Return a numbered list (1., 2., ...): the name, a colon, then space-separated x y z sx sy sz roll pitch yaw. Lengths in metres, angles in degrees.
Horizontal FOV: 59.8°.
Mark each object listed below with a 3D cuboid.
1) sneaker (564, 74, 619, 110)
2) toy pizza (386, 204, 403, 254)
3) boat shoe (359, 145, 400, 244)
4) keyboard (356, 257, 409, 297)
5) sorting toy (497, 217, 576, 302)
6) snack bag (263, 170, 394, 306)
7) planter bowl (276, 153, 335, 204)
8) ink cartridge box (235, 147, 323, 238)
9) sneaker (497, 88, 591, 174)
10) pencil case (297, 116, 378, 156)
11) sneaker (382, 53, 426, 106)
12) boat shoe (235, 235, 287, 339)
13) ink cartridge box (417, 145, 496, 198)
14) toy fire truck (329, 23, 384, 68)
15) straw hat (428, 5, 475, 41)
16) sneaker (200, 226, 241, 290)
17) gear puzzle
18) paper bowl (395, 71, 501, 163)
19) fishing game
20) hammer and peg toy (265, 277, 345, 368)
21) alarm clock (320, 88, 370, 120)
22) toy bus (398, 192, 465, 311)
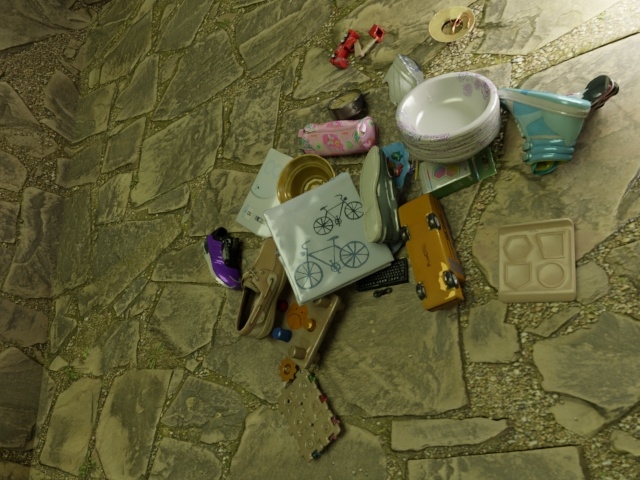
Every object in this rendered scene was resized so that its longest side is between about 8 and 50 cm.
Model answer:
1. sneaker: 0.692 -0.355 1.447 0.178 0.077 0.072 -27 63 53
2. toy pizza: 0.188 -0.029 1.758 0.201 0.032 0.202 -15 65 34
3. boat shoe: 0.187 -0.137 1.694 0.116 0.098 0.320 136 139 -58
4. keyboard: 0.188 0.119 1.713 0.180 0.023 0.108 -16 66 35
5. sorting toy: 0.555 0.056 1.435 0.192 0.038 0.209 -7 75 37
6. snack bag: 0.011 -0.011 1.726 0.322 0.037 0.343 -26 71 -1
7. planter bowl: -0.034 -0.176 1.892 0.217 0.090 0.218 -4 80 22
8. ink cartridge box: -0.110 -0.129 1.995 0.384 0.091 0.308 30 94 42
9. sneaker: 0.561 -0.295 1.496 0.319 0.126 0.209 -129 42 -63
10. pencil case: 0.059 -0.355 1.919 0.283 0.124 0.124 5 78 39
11. sneaker: 0.296 -0.468 1.797 0.129 0.110 0.297 -50 46 36
12. boat shoe: -0.191 0.141 1.785 0.121 0.110 0.342 -3 72 41
13. ink cartridge box: 0.396 -0.209 1.634 0.209 0.062 0.109 -23 60 30
14. toy fire truck: 0.131 -0.705 2.031 0.135 0.047 0.192 42 102 38
15. straw hat: 0.422 -0.672 1.776 0.144 0.061 0.145 -7 69 19
16. sneaker: -0.357 0.056 2.119 0.146 0.102 0.293 -47 51 15
17. gear puzzle: -0.054 0.514 1.761 0.175 0.044 0.339 -49 48 17
18. paper bowl: 0.364 -0.331 1.572 0.284 0.148 0.285 -15 47 17
19. fishing game: 0.210 -0.226 1.771 0.264 0.041 0.189 -3 73 53
20. hammer and peg toy: -0.105 0.235 1.839 0.361 0.127 0.266 26 92 44
21. alarm clock: 0.078 -0.470 1.956 0.191 0.064 0.129 3 44 39
22. toy bus: 0.315 0.035 1.568 0.108 0.130 0.333 -27 60 28
